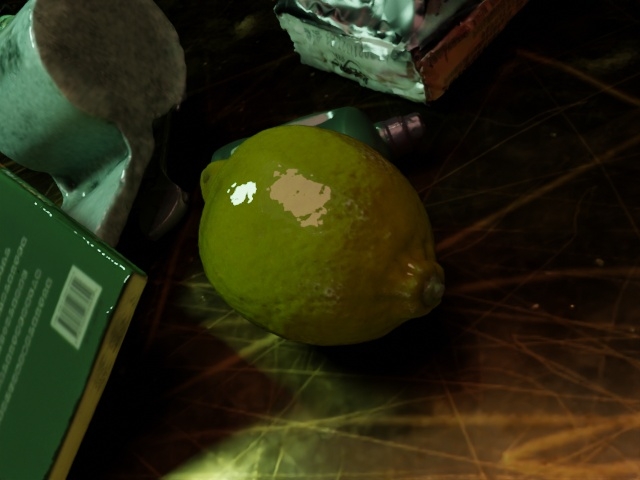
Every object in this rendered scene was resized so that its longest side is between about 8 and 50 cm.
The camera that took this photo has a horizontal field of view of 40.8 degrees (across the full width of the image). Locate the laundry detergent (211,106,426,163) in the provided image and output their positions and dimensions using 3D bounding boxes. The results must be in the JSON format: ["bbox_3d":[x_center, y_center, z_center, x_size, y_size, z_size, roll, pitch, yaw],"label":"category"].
[{"bbox_3d":[0.000,-0.086,0.888,0.222,0.078,0.144,-24,41,6],"label":"laundry detergent"}]

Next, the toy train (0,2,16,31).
[{"bbox_3d":[-0.552,-0.300,1.315,0.243,0.132,0.188,14,63,37],"label":"toy train"}]

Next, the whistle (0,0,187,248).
[{"bbox_3d":[-0.257,-0.115,0.961,0.168,0.188,0.404,-22,76,44],"label":"whistle"}]

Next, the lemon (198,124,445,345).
[{"bbox_3d":[0.000,0.000,0.739,0.248,0.184,0.184,30,68,26],"label":"lemon"}]

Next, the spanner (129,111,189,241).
[{"bbox_3d":[-0.196,-0.118,1.049,0.093,0.026,0.325,-18,45,14],"label":"spanner"}]

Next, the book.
[{"bbox_3d":[-0.319,0.074,0.841,0.371,0.043,0.260,30,100,39],"label":"book"}]

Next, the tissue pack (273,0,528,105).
[{"bbox_3d":[0.134,-0.313,0.992,0.332,0.123,0.245,-46,45,-16],"label":"tissue pack"}]
